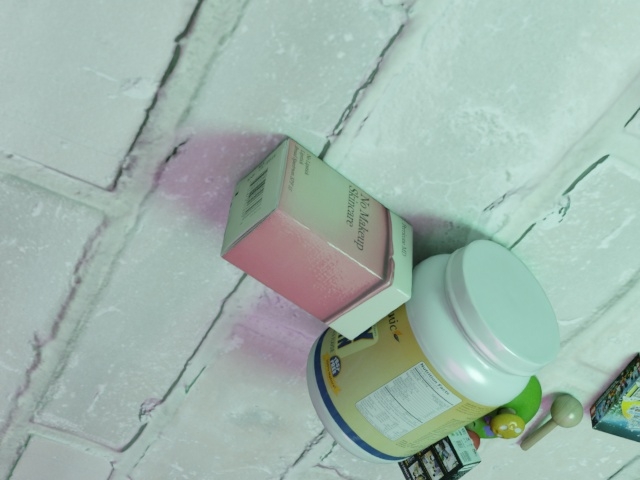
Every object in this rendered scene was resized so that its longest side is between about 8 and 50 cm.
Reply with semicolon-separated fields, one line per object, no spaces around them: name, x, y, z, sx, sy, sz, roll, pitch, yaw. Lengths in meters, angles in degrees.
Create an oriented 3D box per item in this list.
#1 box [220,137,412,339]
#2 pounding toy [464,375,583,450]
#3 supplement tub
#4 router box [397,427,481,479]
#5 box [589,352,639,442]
box;0.000;0.000;1.376;0.232;0.149;0.127;34;128;-24
pounding toy;0.289;0.296;1.651;0.237;0.110;0.183;24;132;-15
supplement tub;0.156;0.159;1.454;0.228;0.228;0.316;34;128;-24
router box;0.165;0.306;1.635;0.046;0.179;0.133;-2;145;-39
box;0.575;0.272;1.637;0.233;0.044;0.159;17;133;-9
